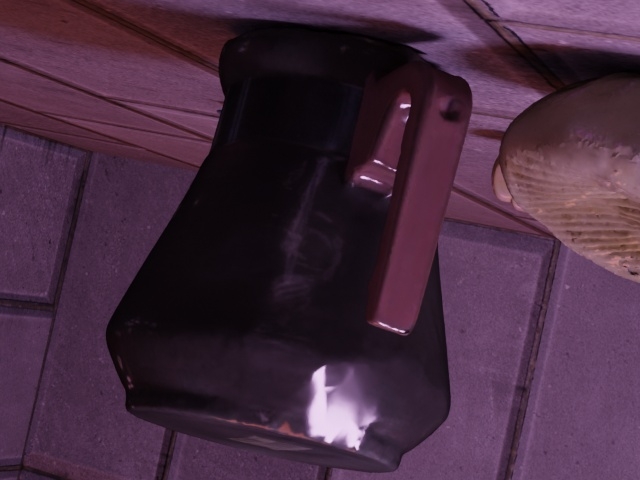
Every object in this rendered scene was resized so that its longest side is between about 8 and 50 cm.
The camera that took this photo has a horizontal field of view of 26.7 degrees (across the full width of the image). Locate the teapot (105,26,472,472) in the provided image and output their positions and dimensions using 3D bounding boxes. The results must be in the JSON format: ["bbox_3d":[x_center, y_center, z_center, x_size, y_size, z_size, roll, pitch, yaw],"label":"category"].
[{"bbox_3d":[0.000,0.000,1.169,0.306,0.361,0.376,17,166,-21],"label":"teapot"}]

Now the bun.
[{"bbox_3d":[0.260,-0.056,1.062,0.231,0.133,0.231,29,164,9],"label":"bun"}]

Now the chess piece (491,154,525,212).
[{"bbox_3d":[0.386,-0.035,1.500,0.397,0.117,0.117,14,179,15],"label":"chess piece"}]

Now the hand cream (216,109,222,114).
[{"bbox_3d":[-0.040,-0.141,1.909,0.088,0.055,0.256,21,-178,36],"label":"hand cream"}]
